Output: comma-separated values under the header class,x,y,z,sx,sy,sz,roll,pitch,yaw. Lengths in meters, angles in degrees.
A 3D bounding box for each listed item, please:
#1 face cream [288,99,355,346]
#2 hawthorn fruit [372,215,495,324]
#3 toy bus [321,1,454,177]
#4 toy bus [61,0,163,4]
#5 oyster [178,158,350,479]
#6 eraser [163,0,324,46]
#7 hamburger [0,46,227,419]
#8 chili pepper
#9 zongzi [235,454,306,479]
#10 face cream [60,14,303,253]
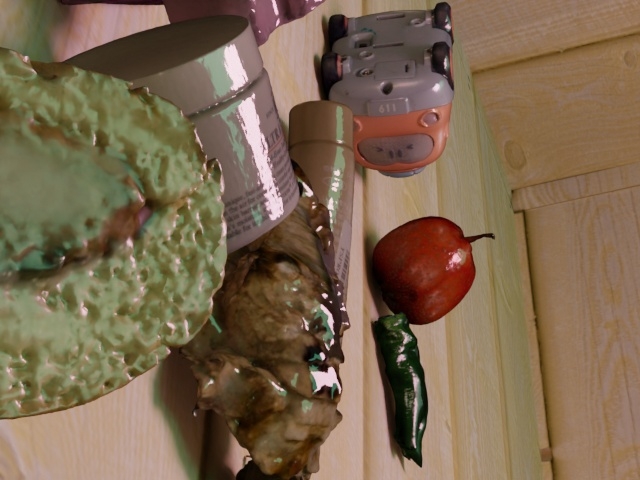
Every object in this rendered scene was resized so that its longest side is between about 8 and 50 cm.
class,x,y,z,sx,sy,sz,roll,pitch,yaw
face cream,0.000,0.000,1.645,0.137,0.084,0.341,37,51,-66
hawthorn fruit,0.174,0.034,2.022,0.157,0.194,0.157,59,4,-7
toy bus,0.111,-0.223,2.057,0.287,0.194,0.232,-84,169,-53
toy bus,-0.165,-0.270,1.204,0.274,0.090,0.112,-33,119,-73
oyster,-0.038,0.070,1.278,0.337,0.133,0.197,-90,162,-50
eraser,-0.049,-0.375,1.087,0.272,0.122,0.359,-41,134,-35
hamburger,-0.222,-0.002,0.558,0.330,0.209,0.162,5,80,-37
chili pepper,0.126,0.217,1.949,0.098,0.061,0.224,49,29,-75
zongzi,-0.068,0.228,1.195,0.178,0.081,0.189,48,25,-43
face cream,-0.116,-0.075,1.039,0.177,0.177,0.152,-71,147,-64
